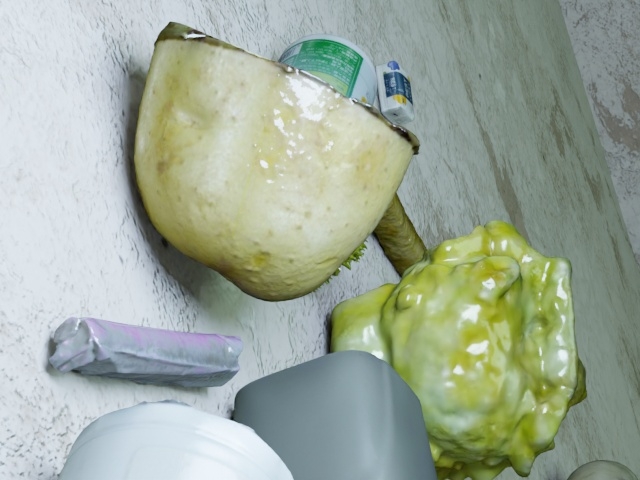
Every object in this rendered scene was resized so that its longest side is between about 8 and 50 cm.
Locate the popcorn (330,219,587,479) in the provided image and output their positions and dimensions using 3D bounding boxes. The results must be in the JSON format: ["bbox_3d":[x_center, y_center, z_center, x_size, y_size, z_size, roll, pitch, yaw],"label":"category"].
[{"bbox_3d":[0.181,0.136,1.573,0.312,0.312,0.312,46,36,-48],"label":"popcorn"}]

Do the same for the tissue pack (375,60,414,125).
[{"bbox_3d":[0.115,-0.226,1.979,0.062,0.042,0.083,38,42,-58],"label":"tissue pack"}]

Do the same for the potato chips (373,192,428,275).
[{"bbox_3d":[0.100,-0.038,1.761,0.407,0.080,0.057,60,35,-49],"label":"potato chips"}]

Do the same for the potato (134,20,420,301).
[{"bbox_3d":[-0.059,-0.062,1.257,0.285,0.242,0.242,27,47,-31],"label":"potato"}]

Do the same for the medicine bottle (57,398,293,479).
[{"bbox_3d":[-0.133,0.294,0.896,0.190,0.190,0.332,59,27,-30],"label":"medicine bottle"}]

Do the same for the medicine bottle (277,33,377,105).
[{"bbox_3d":[-0.016,-0.125,1.506,0.133,0.133,0.274,61,27,-28],"label":"medicine bottle"}]

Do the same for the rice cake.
[{"bbox_3d":[-0.148,0.102,1.161,0.270,0.055,0.049,16,56,-61],"label":"rice cake"}]

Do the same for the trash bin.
[{"bbox_3d":[0.018,0.259,1.240,0.220,0.219,0.250,52,25,-44],"label":"trash bin"}]

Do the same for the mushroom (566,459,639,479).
[{"bbox_3d":[0.522,0.500,2.229,0.246,0.202,0.246,-12,90,-77],"label":"mushroom"}]

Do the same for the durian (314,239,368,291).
[{"bbox_3d":[0.000,0.000,1.539,0.100,0.086,0.215,58,26,-1],"label":"durian"}]
